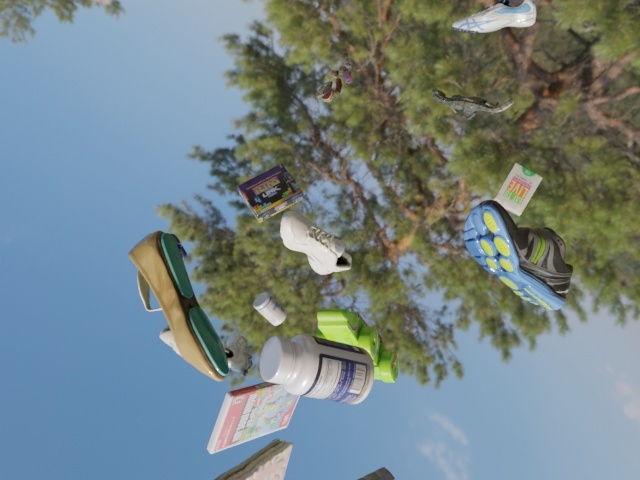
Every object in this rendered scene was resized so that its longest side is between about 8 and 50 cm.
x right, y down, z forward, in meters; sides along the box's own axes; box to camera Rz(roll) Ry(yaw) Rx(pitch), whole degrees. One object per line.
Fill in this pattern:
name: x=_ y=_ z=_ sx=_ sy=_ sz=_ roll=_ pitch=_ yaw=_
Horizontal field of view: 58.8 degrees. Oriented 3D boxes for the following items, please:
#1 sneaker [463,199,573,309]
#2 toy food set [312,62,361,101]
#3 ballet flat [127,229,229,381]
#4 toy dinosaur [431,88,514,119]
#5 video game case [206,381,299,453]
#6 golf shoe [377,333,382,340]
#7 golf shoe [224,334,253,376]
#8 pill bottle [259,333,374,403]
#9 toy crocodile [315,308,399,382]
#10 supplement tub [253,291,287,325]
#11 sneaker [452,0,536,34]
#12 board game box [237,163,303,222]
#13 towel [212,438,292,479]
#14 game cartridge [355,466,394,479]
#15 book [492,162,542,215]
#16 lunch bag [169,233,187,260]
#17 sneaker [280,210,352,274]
sneaker: x=0.230 y=0.009 z=0.650 sx=0.188 sy=0.078 sz=0.067 roll=37 pitch=166 yaw=-31
toy food set: x=0.037 y=-0.376 z=1.348 sx=0.078 sy=0.122 sz=0.019 roll=36 pitch=175 yaw=42
ballet flat: x=-0.204 y=0.101 z=0.807 sx=0.232 sy=0.073 sz=0.080 roll=65 pitch=-173 yaw=9
toy dinosaur: x=0.448 y=-0.390 z=1.643 sx=0.268 sy=0.064 sz=0.118 roll=19 pitch=-174 yaw=38
video game case: x=-0.174 y=0.484 z=1.612 sx=0.285 sy=0.204 sz=0.025 roll=-2 pitch=-149 yaw=-46
golf shoe: x=0.083 y=0.356 z=1.904 sx=0.272 sy=0.120 sz=0.105 roll=-17 pitch=-147 yaw=-14
golf shoe: x=-0.254 y=0.315 z=1.635 sx=0.086 sy=0.069 sz=0.176 roll=26 pitch=-173 yaw=-28
pill bottle: x=-0.007 y=0.201 z=0.899 sx=0.169 sy=0.094 sz=0.094 roll=19 pitch=-150 yaw=-30
toy crocodile: x=0.082 y=0.218 z=1.183 sx=0.341 sy=0.115 sz=0.105 roll=53 pitch=-141 yaw=-48
supplement tub: x=-0.173 y=0.235 z=1.958 sx=0.107 sy=0.071 sz=0.071 roll=47 pitch=-163 yaw=-28
sneaker: x=0.481 y=-0.625 z=1.583 sx=0.237 sy=0.086 sz=0.085 roll=4 pitch=-164 yaw=37
board game box: x=-0.162 y=-0.156 z=1.851 sx=0.141 sy=0.170 sz=0.048 roll=53 pitch=165 yaw=26
towel: x=-0.194 y=0.591 z=1.141 sx=0.053 sy=0.317 sz=0.331 roll=22 pitch=-164 yaw=27
game cartridge: x=0.063 y=0.743 z=1.408 sx=0.230 sy=0.355 sz=0.068 roll=-7 pitch=-151 yaw=-32
book: x=0.620 y=-0.161 z=1.786 sx=0.096 sy=0.144 sz=0.035 roll=31 pitch=168 yaw=10
lunch bag: x=-0.322 y=0.029 z=1.157 sx=0.067 sy=0.098 sz=0.065 roll=63 pitch=-159 yaw=-11
sneaker: x=0.000 y=0.000 z=1.331 sx=0.232 sy=0.115 sz=0.091 roll=41 pitch=-123 yaw=-43
